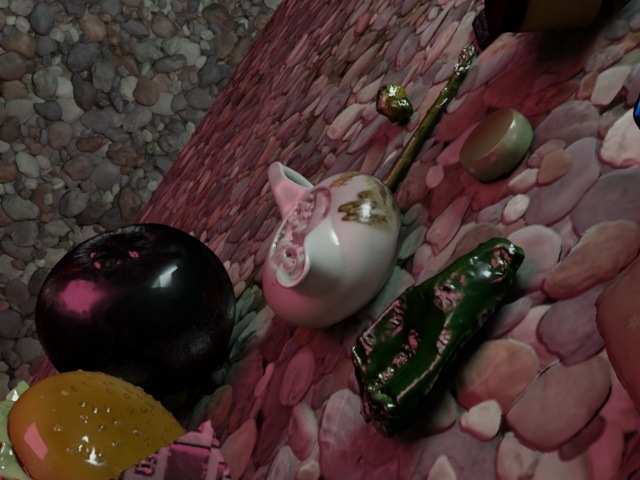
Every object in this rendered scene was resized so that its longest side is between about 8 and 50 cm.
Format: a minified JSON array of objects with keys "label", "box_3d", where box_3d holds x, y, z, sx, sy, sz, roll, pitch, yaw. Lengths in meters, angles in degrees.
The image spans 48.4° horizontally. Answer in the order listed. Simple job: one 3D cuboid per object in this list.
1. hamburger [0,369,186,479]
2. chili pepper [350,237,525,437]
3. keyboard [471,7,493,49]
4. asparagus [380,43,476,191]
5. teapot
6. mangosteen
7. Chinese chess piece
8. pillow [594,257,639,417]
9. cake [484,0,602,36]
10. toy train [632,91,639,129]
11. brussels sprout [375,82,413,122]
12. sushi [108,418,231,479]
[{"label":"hamburger","box_3d":[-0.277,0.279,0.855,0.212,0.274,0.274,-57,21,13]},{"label":"chili pepper","box_3d":[0.103,0.086,0.633,0.216,0.062,0.108,-51,28,10]},{"label":"keyboard","box_3d":[0.328,-0.404,0.895,0.381,0.041,0.103,-42,25,29]},{"label":"asparagus","box_3d":[0.146,-0.163,0.951,0.248,0.025,0.024,-58,-21,-7]},{"label":"teapot","box_3d":[0.000,0.000,0.863,0.204,0.139,0.298,-53,22,13]},{"label":"mangosteen","box_3d":[-0.267,0.123,1.090,0.300,0.300,0.300,-44,24,26]},{"label":"Chinese chess piece","box_3d":[0.188,-0.102,0.761,0.084,0.034,0.084,-45,21,23]},{"label":"pillow","box_3d":[0.235,0.086,0.372,0.135,0.049,0.248,-44,28,28]},{"label":"cake","box_3d":[0.268,-0.315,0.753,0.185,0.178,0.207,79,-167,-63]},{"label":"toy train","box_3d":[0.313,-0.148,0.491,0.131,0.083,0.204,-11,47,60]},{"label":"brussels sprout","box_3d":[0.108,-0.202,1.053,0.051,0.046,0.083,-53,21,24]},{"label":"sushi","box_3d":[-0.148,0.325,0.677,0.231,0.047,0.219,-32,62,10]}]
